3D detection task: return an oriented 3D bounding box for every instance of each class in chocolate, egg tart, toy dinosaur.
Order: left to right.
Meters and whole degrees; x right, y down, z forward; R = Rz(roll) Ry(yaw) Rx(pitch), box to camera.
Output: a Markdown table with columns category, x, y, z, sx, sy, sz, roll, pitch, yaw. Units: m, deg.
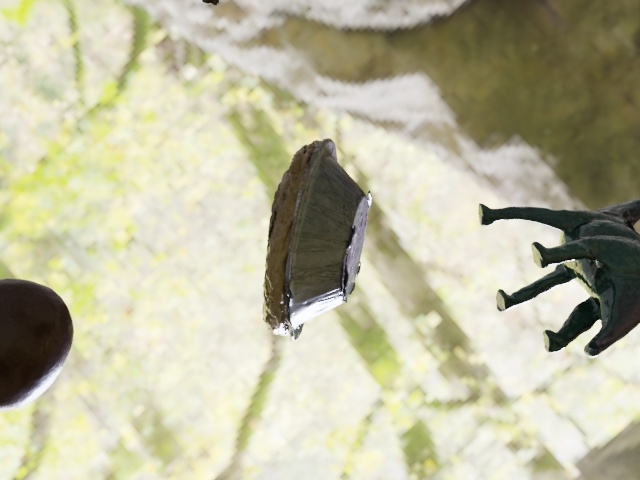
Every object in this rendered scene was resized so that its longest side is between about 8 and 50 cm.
| category | x | y | z | sx | sy | sz | roll | pitch | yaw |
| --- | --- | --- | --- | --- | --- | --- | --- | --- | --- |
| chocolate | -0.388 | 0.123 | 2.165 | 0.177 | 0.177 | 0.177 | -40 | 170 | -9 |
| egg tart | 0.000 | 0.000 | 1.945 | 0.234 | 0.094 | 0.234 | 9 | 90 | -81 |
| toy dinosaur | 0.372 | 0.017 | 1.945 | 0.331 | 0.383 | 0.129 | -10 | 116 | -14 |

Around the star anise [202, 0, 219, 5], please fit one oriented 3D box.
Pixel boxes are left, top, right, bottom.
| category | x | y | z | sx | sy | sz | roll | pitch | yaw |
| --- | --- | --- | --- | --- | --- | --- | --- | --- | --- |
| star anise | -0.154 | -0.397 | 1.691 | 0.148 | 0.346 | 0.237 | -33 | 173 | -12 |
